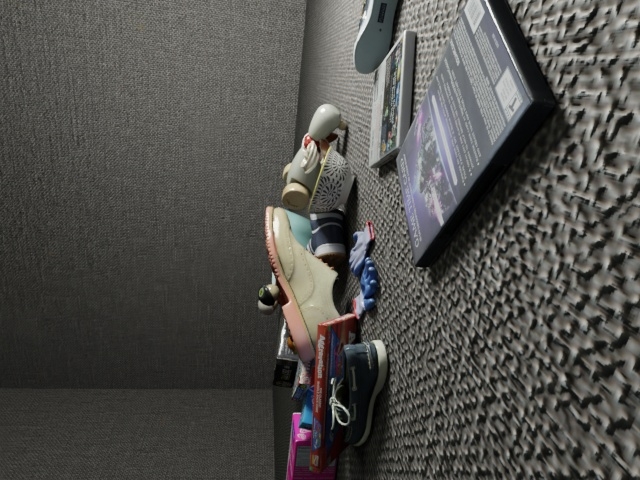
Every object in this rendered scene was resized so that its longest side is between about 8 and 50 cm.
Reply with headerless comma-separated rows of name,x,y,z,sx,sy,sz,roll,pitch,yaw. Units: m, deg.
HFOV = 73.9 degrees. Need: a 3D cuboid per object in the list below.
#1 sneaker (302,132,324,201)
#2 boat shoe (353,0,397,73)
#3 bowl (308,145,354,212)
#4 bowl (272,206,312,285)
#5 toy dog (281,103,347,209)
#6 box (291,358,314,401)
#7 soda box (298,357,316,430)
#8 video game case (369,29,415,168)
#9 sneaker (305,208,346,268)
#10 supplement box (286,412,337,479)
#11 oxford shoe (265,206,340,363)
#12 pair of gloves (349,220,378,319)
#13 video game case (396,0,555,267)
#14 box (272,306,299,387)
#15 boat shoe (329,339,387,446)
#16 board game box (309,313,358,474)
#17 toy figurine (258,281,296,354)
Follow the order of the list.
sneaker,-0.032,-0.262,1.482,0.111,0.103,0.252,-161,74,-82
boat shoe,0.105,-0.418,0.814,0.083,0.065,0.183,-98,21,-56
bowl,0.034,-0.134,1.029,0.170,0.080,0.170,-161,90,-89
bowl,-0.076,0.047,1.447,0.311,0.163,0.311,-177,90,-80
toy dog,0.002,-0.219,1.244,0.334,0.161,0.220,138,144,-59
box,-0.037,0.301,1.017,0.137,0.027,0.093,-80,7,-45
soda box,0.002,0.344,1.027,0.071,0.067,0.210,108,174,-55
video game case,0.123,-0.235,0.749,0.173,0.022,0.190,175,99,-81
sneaker,0.000,0.000,1.178,0.282,0.099,0.153,138,130,-68
supplement box,-0.023,0.566,1.082,0.111,0.114,0.219,-118,35,-75
oxford shoe,-0.037,0.083,1.026,0.140,0.147,0.396,84,168,-68
pair of gloves,0.085,0.057,0.873,0.159,0.023,0.198,106,164,-54
video game case,0.153,-0.118,0.501,0.274,0.026,0.195,105,165,-56
box,-0.114,0.335,1.674,0.318,0.097,0.394,102,176,-53
boat shoe,0.058,0.283,0.771,0.095,0.079,0.254,-101,16,-52
board game box,0.031,0.298,0.860,0.145,0.027,0.281,1,-88,-63
toy figurine,-0.071,0.196,1.171,0.209,0.148,0.213,56,160,11
